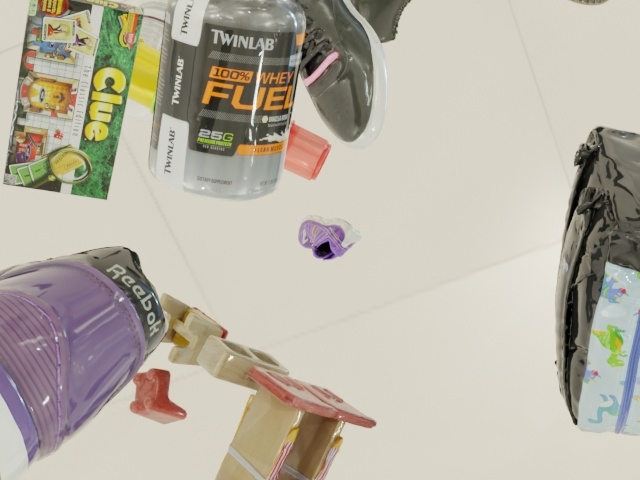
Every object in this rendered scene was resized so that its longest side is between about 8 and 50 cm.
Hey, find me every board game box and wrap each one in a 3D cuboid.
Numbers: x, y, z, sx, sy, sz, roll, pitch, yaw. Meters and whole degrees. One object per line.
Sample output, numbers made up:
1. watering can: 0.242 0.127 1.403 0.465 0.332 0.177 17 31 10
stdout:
1. board game box: -0.310 -0.177 1.321 0.136 0.030 0.259 7 119 -18

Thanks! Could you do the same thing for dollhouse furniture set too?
1. dollhouse furniture set: -0.120 0.244 1.470 0.152 0.374 0.201 24 93 -40

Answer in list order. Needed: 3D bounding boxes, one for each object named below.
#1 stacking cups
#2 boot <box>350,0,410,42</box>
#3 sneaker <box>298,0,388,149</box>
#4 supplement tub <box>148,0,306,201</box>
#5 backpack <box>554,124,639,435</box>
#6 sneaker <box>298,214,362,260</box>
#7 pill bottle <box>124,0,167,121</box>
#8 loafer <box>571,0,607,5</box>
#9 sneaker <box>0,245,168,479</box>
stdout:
1. stacking cups: -0.136 -0.181 1.515 0.316 0.096 0.096 26 112 -2
2. boot: 0.142 -0.403 1.814 0.198 0.077 0.136 -7 94 -4
3. sneaker: -0.034 -0.224 1.072 0.147 0.295 0.105 3 151 -43
4. supplement tub: -0.076 -0.137 0.881 0.117 0.117 0.190 8 110 -4
5. backpack: 0.394 0.083 1.305 0.274 0.290 0.355 14 119 -1
6. sneaker: 0.000 0.000 1.808 0.068 0.170 0.071 44 72 -18
7. pill bottle: -0.300 -0.326 1.856 0.121 0.221 0.121 12 152 7
8. loafer: 0.345 -0.442 1.649 0.269 0.092 0.101 15 107 -23
9. sneaker: -0.168 0.069 0.536 0.283 0.124 0.107 -13 107 52
